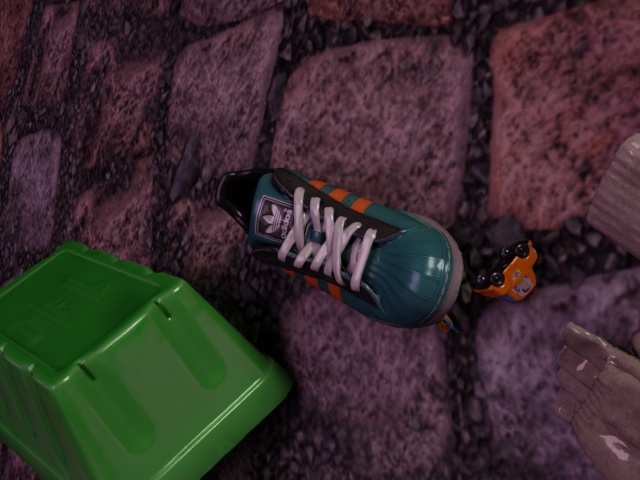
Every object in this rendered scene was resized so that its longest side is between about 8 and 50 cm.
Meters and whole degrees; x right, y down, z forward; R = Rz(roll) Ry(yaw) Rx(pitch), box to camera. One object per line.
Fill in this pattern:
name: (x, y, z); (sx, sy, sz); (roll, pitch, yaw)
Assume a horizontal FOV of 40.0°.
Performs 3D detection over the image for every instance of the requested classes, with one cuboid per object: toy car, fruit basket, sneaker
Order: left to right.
fruit basket: (-0.217, 0.218, 1.004); (0.392, 0.283, 0.392); (37, 151, 24)
sneaker: (0.000, 0.000, 0.810); (0.302, 0.121, 0.108); (26, 100, 55)
toy car: (0.139, 0.042, 0.737); (0.040, 0.060, 0.122); (45, 150, -5)

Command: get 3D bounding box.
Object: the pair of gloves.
pair of gloves: (0.246, 0.070, 0.564); (0.204, 0.042, 0.240); (35, 124, 45)
